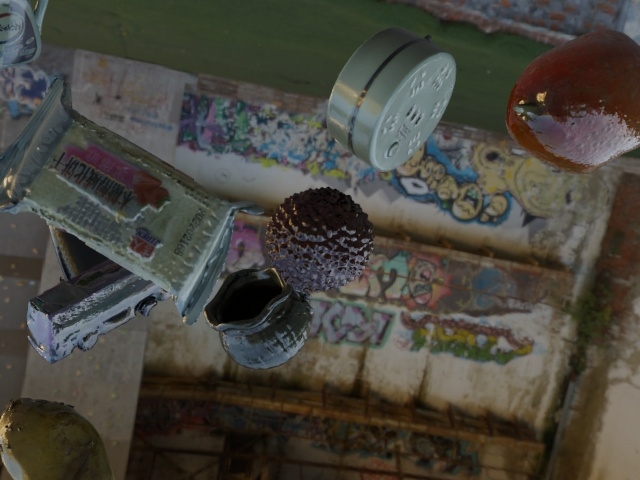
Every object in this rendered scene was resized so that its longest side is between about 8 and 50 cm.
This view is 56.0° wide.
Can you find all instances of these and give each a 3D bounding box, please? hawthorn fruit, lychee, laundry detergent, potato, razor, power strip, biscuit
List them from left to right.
[{"bbox_3d":[-0.730,-0.546,1.397,0.105,0.281,0.215,41,-142,13],"label":"laundry detergent"},{"bbox_3d":[-0.527,0.426,1.195,0.173,0.140,0.300,-32,-119,-32],"label":"potato"},{"bbox_3d":[-0.572,-0.019,1.529,0.204,0.349,0.113,-18,173,-9],"label":"razor"},{"bbox_3d":[-0.245,-0.045,0.738,0.309,0.186,0.079,32,173,-7],"label":"biscuit"},{"bbox_3d":[0.000,0.000,1.458,0.264,0.265,0.300,13,172,17],"label":"lychee"},{"bbox_3d":[0.190,-0.362,1.524,0.161,0.358,0.357,39,-158,25],"label":"power strip"},{"bbox_3d":[0.343,-0.184,0.820,0.251,0.200,0.199,-14,-157,-39],"label":"hawthorn fruit"}]

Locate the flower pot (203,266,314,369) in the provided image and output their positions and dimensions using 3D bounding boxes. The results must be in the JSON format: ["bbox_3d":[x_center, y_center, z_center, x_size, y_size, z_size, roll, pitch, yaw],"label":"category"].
[{"bbox_3d":[-0.165,0.211,1.742,0.301,0.213,0.302,-19,-146,13],"label":"flower pot"}]

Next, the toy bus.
[{"bbox_3d":[-0.446,0.117,1.249,0.112,0.138,0.317,29,-138,26],"label":"toy bus"}]
